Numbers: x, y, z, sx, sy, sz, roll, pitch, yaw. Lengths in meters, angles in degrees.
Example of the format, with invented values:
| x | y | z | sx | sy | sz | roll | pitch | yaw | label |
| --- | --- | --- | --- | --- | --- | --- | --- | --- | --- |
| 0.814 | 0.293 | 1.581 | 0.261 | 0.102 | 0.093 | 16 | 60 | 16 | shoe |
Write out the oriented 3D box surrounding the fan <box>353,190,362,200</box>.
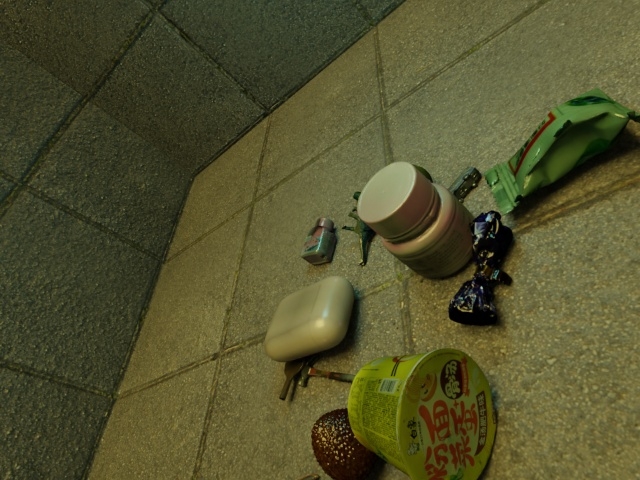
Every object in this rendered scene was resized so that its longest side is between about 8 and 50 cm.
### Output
| x | y | z | sx | sy | sz | roll | pitch | yaw | label |
| --- | --- | --- | --- | --- | --- | --- | --- | --- | --- |
| 0.189 | -0.175 | 1.730 | 0.082 | 0.039 | 0.155 | -54 | 33 | 0 | fan |

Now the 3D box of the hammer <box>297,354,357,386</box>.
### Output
| x | y | z | sx | sy | sz | roll | pitch | yaw | label |
| --- | --- | --- | --- | --- | --- | --- | --- | --- | --- |
| 0.038 | 0.445 | 1.357 | 0.287 | 0.033 | 0.111 | -8 | 55 | 46 | hammer |

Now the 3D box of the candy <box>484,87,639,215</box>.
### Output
| x | y | z | sx | sy | sz | roll | pitch | yaw | label |
| --- | --- | --- | --- | --- | --- | --- | --- | --- | --- |
| 0.647 | -0.248 | 1.152 | 0.398 | 0.172 | 0.263 | -45 | 10 | 35 | candy |

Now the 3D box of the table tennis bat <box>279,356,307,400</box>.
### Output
| x | y | z | sx | sy | sz | roll | pitch | yaw | label |
| --- | --- | --- | --- | --- | --- | --- | --- | --- | --- |
| -0.098 | 0.459 | 1.487 | 0.131 | 0.022 | 0.234 | -28 | 31 | 47 | table tennis bat |

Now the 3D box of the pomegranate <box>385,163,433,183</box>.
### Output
| x | y | z | sx | sy | sz | roll | pitch | yaw | label |
| --- | --- | --- | --- | --- | --- | --- | --- | --- | --- |
| 0.309 | -0.202 | 1.468 | 0.179 | 0.210 | 0.179 | -12 | 49 | 14 | pomegranate |

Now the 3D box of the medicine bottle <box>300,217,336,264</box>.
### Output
| x | y | z | sx | sy | sz | roll | pitch | yaw | label |
| --- | --- | --- | --- | --- | --- | --- | --- | --- | --- |
| 0.000 | 0.000 | 1.748 | 0.119 | 0.094 | 0.188 | -16 | 49 | 44 | medicine bottle |

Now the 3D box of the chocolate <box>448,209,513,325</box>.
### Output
| x | y | z | sx | sy | sz | roll | pitch | yaw | label |
| --- | --- | --- | --- | --- | --- | --- | --- | --- | --- |
| 0.453 | 0.073 | 1.132 | 0.148 | 0.126 | 0.343 | 18 | 67 | 14 | chocolate |

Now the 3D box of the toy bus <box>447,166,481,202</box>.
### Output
| x | y | z | sx | sy | sz | roll | pitch | yaw | label |
| --- | --- | --- | --- | --- | --- | --- | --- | --- | --- |
| 0.472 | -0.178 | 1.386 | 0.153 | 0.051 | 0.061 | -49 | 21 | 6 | toy bus |

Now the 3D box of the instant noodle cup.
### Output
| x | y | z | sx | sy | sz | roll | pitch | yaw | label |
| --- | --- | --- | --- | --- | --- | --- | --- | --- | --- |
| 0.223 | 0.400 | 0.968 | 0.221 | 0.311 | 0.311 | -16 | 47 | 57 | instant noodle cup |

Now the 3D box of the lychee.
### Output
| x | y | z | sx | sy | sz | roll | pitch | yaw | label |
| --- | --- | --- | --- | --- | --- | --- | --- | --- | --- |
| 0.069 | 0.542 | 1.103 | 0.194 | 0.194 | 0.194 | -31 | 39 | 30 | lychee |

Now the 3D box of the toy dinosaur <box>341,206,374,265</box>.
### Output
| x | y | z | sx | sy | sz | roll | pitch | yaw | label |
| --- | --- | --- | --- | --- | --- | --- | --- | --- | --- |
| 0.183 | -0.083 | 1.601 | 0.363 | 0.147 | 0.076 | -60 | -7 | -16 | toy dinosaur |

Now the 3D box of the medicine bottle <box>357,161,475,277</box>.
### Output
| x | y | z | sx | sy | sz | roll | pitch | yaw | label |
| --- | --- | --- | --- | --- | --- | --- | --- | --- | --- |
| 0.291 | -0.059 | 1.239 | 0.256 | 0.325 | 0.256 | -35 | 37 | 31 | medicine bottle |

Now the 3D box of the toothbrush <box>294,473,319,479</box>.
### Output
| x | y | z | sx | sy | sz | roll | pitch | yaw | label |
| --- | --- | --- | --- | --- | --- | --- | --- | --- | --- |
| -0.124 | 0.761 | 1.274 | 0.321 | 0.023 | 0.031 | -34 | 45 | 27 | toothbrush |

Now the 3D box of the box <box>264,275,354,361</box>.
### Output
| x | y | z | sx | sy | sz | roll | pitch | yaw | label |
| --- | --- | --- | --- | --- | --- | --- | --- | --- | --- |
| -0.039 | 0.280 | 1.472 | 0.349 | 0.141 | 0.289 | -28 | 25 | 33 | box |
